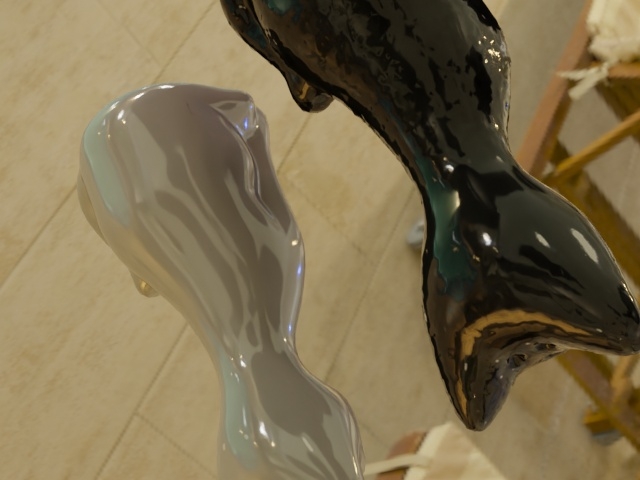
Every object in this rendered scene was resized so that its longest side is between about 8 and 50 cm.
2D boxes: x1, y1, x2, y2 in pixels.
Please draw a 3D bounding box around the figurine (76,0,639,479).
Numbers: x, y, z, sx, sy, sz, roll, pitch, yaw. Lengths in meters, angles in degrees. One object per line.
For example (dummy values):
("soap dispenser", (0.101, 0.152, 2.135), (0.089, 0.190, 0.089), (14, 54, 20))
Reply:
("figurine", (0.000, 0.000, 0.416), (0.092, 0.215, 0.209), (3, 53, -42))
